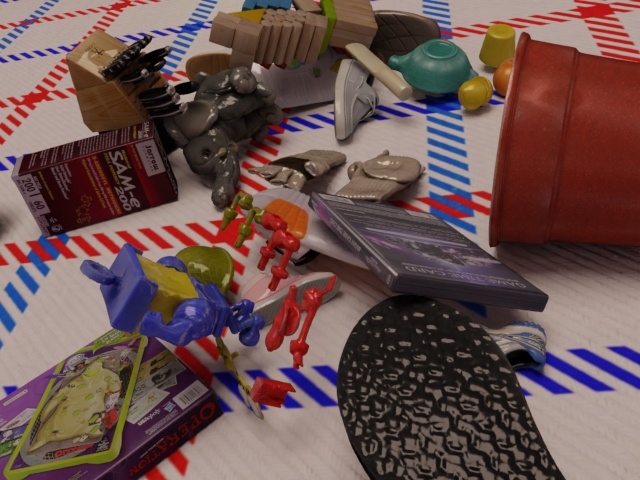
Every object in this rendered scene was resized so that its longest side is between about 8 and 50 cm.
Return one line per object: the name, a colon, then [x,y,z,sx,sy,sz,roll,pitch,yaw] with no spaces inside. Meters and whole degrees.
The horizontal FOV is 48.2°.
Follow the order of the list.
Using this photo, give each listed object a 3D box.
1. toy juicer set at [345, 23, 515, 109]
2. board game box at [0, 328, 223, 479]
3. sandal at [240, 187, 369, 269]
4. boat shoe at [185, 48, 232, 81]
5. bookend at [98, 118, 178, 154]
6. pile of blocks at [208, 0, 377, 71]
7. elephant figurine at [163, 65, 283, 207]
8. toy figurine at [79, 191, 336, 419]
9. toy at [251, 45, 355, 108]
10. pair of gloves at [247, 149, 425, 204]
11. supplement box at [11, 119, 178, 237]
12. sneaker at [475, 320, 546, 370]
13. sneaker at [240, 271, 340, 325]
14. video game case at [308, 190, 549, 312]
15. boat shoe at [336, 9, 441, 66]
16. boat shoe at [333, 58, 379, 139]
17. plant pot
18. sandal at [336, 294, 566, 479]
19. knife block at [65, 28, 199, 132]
toy juicer set: [0.225,-0.297,1.319,0.328,0.089,0.209,-8,48,-5]
board game box: [-0.306,0.235,0.803,0.346,0.056,0.208,-34,44,-26]
sandal: [-0.006,0.005,0.984,0.265,0.076,0.102,26,39,32]
boat shoe: [-0.148,-0.374,1.539,0.277,0.098,0.096,2,37,6]
bookend: [-0.387,-0.187,1.380,0.157,0.072,0.156,18,47,38]
pile of blocks: [-0.058,-0.394,1.365,0.362,0.113,0.149,-13,55,-30]
elephant figurine: [-0.191,-0.184,1.256,0.239,0.169,0.186,-55,21,-23]
toy figurine: [-0.167,0.032,0.827,0.217,0.191,0.362,19,14,-30]
toy: [-0.042,-0.322,1.440,0.237,0.056,0.137,-13,71,-8]
pair of gloves: [0.033,-0.110,1.113,0.240,0.042,0.204,12,26,31]
supplement box: [-0.377,-0.104,1.215,0.239,0.130,0.073,-17,36,-2]
sneaker: [0.181,0.123,0.782,0.135,0.052,0.058,-8,40,9]
sneaker: [-0.045,0.061,0.942,0.134,0.051,0.070,-23,41,-5]
video game case: [0.117,0.007,0.866,0.196,0.026,0.274,9,19,-23]
boat shoe: [0.103,-0.444,1.525,0.324,0.123,0.116,7,38,24]
boat shoe: [0.069,-0.267,1.325,0.081,0.079,0.228,4,44,6]
plant pot: [0.362,-0.105,0.873,0.265,0.272,0.272,9,41,17]
sandal: [0.141,0.233,0.621,0.167,0.107,0.446,-20,48,-11]
knife block: [-0.321,-0.251,1.268,0.242,0.276,0.088,32,63,9]
